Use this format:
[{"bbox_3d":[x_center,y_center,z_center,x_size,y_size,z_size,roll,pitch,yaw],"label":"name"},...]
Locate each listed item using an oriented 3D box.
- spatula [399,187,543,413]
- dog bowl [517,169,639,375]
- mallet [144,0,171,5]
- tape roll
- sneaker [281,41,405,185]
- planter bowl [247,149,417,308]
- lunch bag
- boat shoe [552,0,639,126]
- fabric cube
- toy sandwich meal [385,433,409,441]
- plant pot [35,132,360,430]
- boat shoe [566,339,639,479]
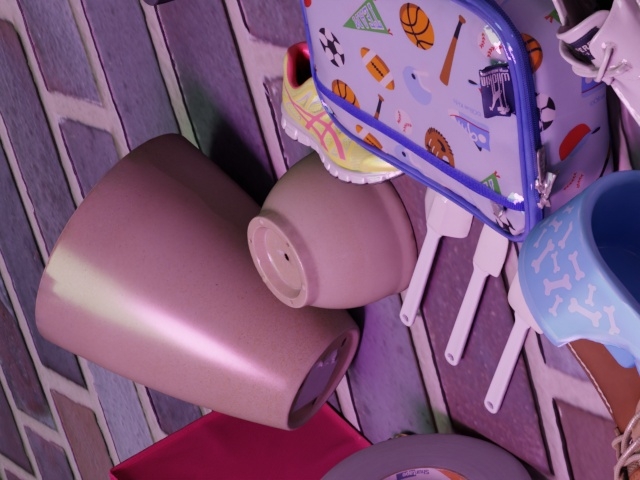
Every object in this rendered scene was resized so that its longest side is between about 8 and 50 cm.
[{"bbox_3d":[0.138,0.046,1.765,0.168,0.019,0.242,44,150,21],"label":"spatula"},{"bbox_3d":[0.272,0.072,1.395,0.297,0.166,0.074,53,140,19],"label":"dog bowl"},{"bbox_3d":[-0.135,-0.295,1.873,0.039,0.062,0.190,51,151,18],"label":"mallet"},{"bbox_3d":[0.096,0.274,1.824,0.219,0.219,0.072,31,141,47],"label":"tape roll"},{"bbox_3d":[0.023,-0.118,1.740,0.208,0.081,0.094,31,138,47],"label":"sneaker"},{"bbox_3d":[0.000,0.000,1.861,0.162,0.109,0.162,43,149,34],"label":"planter bowl"},{"bbox_3d":[0.104,-0.136,1.545,0.303,0.115,0.243,37,147,42],"label":"lunch bag"},{"bbox_3d":[0.208,-0.152,1.365,0.096,0.088,0.267,-6,110,62],"label":"boat shoe"},{"bbox_3d":[-0.052,0.352,2.129,0.259,0.254,0.258,42,146,36],"label":"fabric cube"},{"bbox_3d":[0.091,0.235,2.008,0.085,0.029,0.085,42,147,35],"label":"toy sandwich meal"},{"bbox_3d":[-0.106,0.070,2.005,0.274,0.256,0.256,34,145,17],"label":"plant pot"},{"bbox_3d":[0.285,0.161,1.488,0.324,0.120,0.122,49,151,25],"label":"boat shoe"}]
